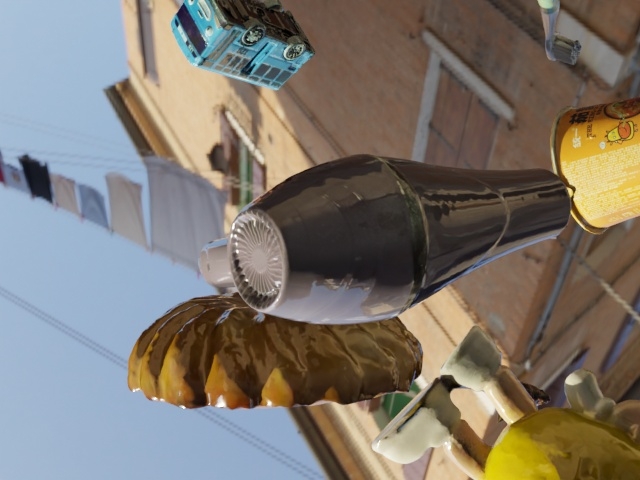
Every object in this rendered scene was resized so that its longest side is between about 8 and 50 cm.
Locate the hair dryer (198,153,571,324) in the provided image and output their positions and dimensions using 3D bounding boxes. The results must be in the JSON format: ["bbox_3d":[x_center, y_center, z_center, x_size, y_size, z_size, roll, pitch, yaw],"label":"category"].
[{"bbox_3d":[0.000,0.000,0.747,0.301,0.121,0.361,-11,-178,-38],"label":"hair dryer"}]

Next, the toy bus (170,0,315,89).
[{"bbox_3d":[-0.105,-0.268,1.143,0.184,0.106,0.090,5,-128,-53],"label":"toy bus"}]

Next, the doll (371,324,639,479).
[{"bbox_3d":[0.266,0.305,1.068,0.161,0.348,0.423,0,-116,-64],"label":"doll"}]

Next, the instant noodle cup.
[{"bbox_3d":[0.490,-0.131,1.360,0.172,0.216,0.216,-15,-151,42],"label":"instant noodle cup"}]

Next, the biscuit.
[{"bbox_3d":[-0.049,0.115,0.957,0.325,0.107,0.326,-2,-177,0],"label":"biscuit"}]

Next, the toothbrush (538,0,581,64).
[{"bbox_3d":[0.140,-0.154,0.538,0.024,0.257,0.018,24,-88,22],"label":"toothbrush"}]

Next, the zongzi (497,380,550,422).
[{"bbox_3d":[0.299,0.234,1.337,0.083,0.073,0.067,-23,-168,-15],"label":"zongzi"}]
